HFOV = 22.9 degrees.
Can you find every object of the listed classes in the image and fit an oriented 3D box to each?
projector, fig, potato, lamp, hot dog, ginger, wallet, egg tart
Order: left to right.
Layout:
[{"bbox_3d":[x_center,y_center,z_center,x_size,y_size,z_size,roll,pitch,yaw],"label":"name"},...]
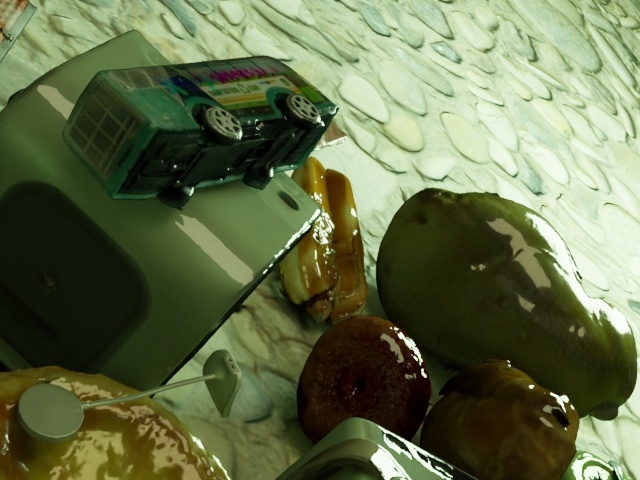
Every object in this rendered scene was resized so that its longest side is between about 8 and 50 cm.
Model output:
[{"bbox_3d":[-0.377,-0.243,1.725,0.103,0.020,0.196,36,29,-14],"label":"wallet"},{"bbox_3d":[-0.181,0.244,1.195,0.319,0.128,0.319,29,32,-20],"label":"egg tart"},{"bbox_3d":[-0.181,-0.003,1.403,0.249,0.248,0.248,43,28,1],"label":"projector"},{"bbox_3d":[-0.149,0.129,1.236,0.198,0.056,0.050,-9,55,-37],"label":"lamp"},{"bbox_3d":[0.000,0.000,1.821,0.109,0.072,0.269,31,32,-24],"label":"hot dog"},{"bbox_3d":[0.038,0.155,1.639,0.134,0.146,0.201,35,-8,-2],"label":"fig"},{"bbox_3d":[0.060,0.287,1.411,0.242,0.163,0.177,32,29,-28],"label":"projector"},{"bbox_3d":[0.182,0.207,1.643,0.321,0.172,0.165,8,65,-81],"label":"ginger"},{"bbox_3d":[0.224,0.078,1.854,0.351,0.202,0.218,45,24,9],"label":"potato"}]

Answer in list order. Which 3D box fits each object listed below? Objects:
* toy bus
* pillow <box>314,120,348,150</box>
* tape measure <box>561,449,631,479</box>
[{"bbox_3d":[-0.090,-0.094,1.292,0.109,0.091,0.262,45,27,17],"label":"toy bus"},{"bbox_3d":[-0.057,-0.150,1.984,0.126,0.043,0.232,47,27,10],"label":"pillow"},{"bbox_3d":[0.309,0.307,1.776,0.154,0.087,0.177,27,30,-25],"label":"tape measure"}]
